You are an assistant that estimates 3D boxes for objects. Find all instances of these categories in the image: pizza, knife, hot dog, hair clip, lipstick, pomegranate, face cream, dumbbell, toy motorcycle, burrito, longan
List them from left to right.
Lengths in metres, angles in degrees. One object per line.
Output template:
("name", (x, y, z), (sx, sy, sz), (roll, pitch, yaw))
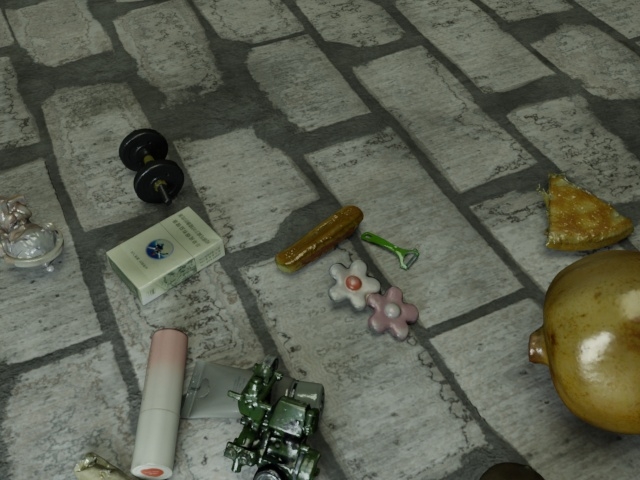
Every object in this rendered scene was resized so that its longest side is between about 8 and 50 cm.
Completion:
("burrito", (-0.408, 0.512, 1.403), (0.226, 0.060, 0.087), (30, 55, 22))
("dumbbell", (-0.482, -0.213, 1.971), (0.143, 0.143, 0.325), (-21, 52, -17))
("lipstick", (-0.350, 0.352, 1.523), (0.087, 0.087, 0.326), (-1, 49, -1))
("face cream", (-0.149, 0.343, 1.541), (0.314, 0.089, 0.143), (4, 56, 11))
("toy motorcycle", (-0.088, 0.388, 1.419), (0.205, 0.275, 0.127), (16, 8, 14))
("hot dog", (-0.001, -0.003, 1.849), (0.286, 0.061, 0.088), (-31, 53, -23))
("hair clip", (0.125, 0.146, 1.722), (0.257, 0.075, 0.146), (34, 52, 20))
("knife", (0.183, 0.015, 1.862), (0.166, 0.022, 0.078), (30, 51, 22))
("longan", (0.378, 0.521, 1.334), (0.189, 0.189, 0.189), (0, 49, 0))
("pizza", (0.708, -0.085, 1.923), (0.280, 0.075, 0.287), (-4, 47, -9))
("pomegranate", (0.634, 0.205, 1.462), (0.417, 0.416, 0.416), (0, 49, 0))

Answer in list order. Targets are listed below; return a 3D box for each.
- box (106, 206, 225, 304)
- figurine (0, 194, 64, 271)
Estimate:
("box", (-0.401, 0.035, 1.808), (0.256, 0.069, 0.164), (-33, 57, -26))
("figurine", (-0.762, -0.011, 1.797), (0.162, 0.141, 0.237), (-25, 54, -33))
